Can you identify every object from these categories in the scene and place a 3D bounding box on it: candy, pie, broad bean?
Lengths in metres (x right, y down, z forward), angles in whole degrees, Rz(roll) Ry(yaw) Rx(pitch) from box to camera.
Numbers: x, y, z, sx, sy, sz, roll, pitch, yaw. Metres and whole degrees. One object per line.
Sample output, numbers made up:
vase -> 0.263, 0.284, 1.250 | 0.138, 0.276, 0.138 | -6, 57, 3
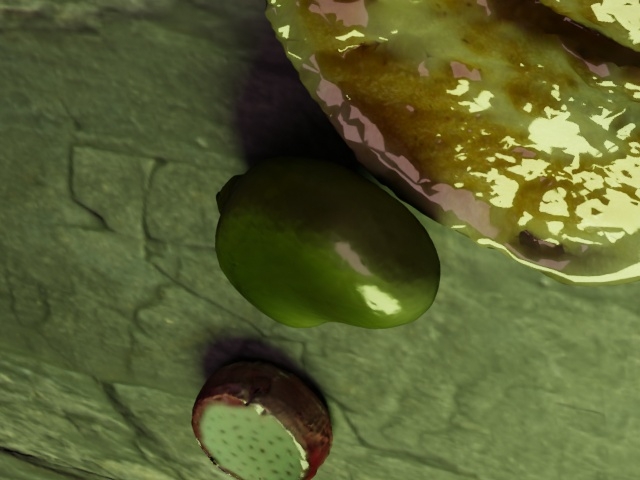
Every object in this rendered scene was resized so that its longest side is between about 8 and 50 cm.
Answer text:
candy -> -0.042, 0.133, 1.221 | 0.103, 0.043, 0.103 | 16, 136, 16
pie -> 0.118, -0.111, 0.877 | 0.339, 0.077, 0.339 | 17, 143, 13
broad bean -> 0.000, 0.000, 1.020 | 0.124, 0.082, 0.174 | 44, 155, -15
